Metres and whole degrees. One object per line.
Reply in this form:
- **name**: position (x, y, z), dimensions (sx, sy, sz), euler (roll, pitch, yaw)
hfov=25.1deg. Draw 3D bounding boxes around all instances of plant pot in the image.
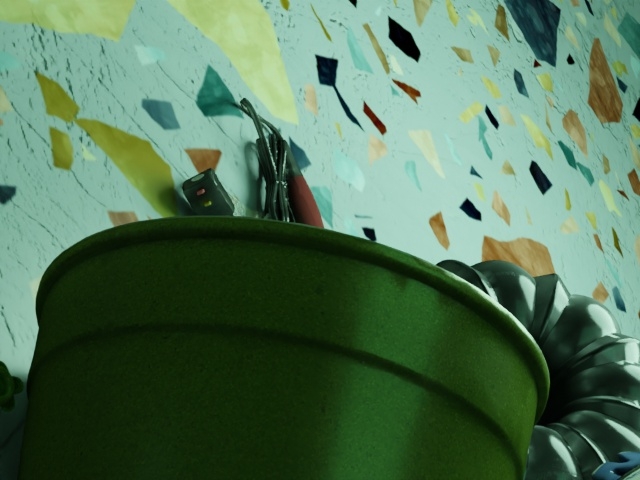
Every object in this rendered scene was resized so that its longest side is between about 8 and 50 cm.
- **plant pot**: position (-0.051, 0.231, 0.932), dimensions (0.366, 0.366, 0.353), euler (37, 51, -37)

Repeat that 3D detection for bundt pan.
- **bundt pan**: position (0.166, 0.143, 1.254), dimensions (0.331, 0.124, 0.331), euler (12, 44, -12)

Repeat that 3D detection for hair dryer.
- **hair dryer**: position (0.000, 0.000, 1.404), dimensions (0.293, 0.080, 0.223), euler (54, 31, -15)

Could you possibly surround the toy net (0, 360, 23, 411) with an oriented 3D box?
- **toy net**: position (-0.297, 0.087, 0.925), dimensions (0.232, 0.045, 0.122), euler (-18, 84, -58)

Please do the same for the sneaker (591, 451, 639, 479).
- **sneaker**: position (0.237, 0.231, 1.017), dimensions (0.315, 0.182, 0.127), euler (-36, 94, -42)
